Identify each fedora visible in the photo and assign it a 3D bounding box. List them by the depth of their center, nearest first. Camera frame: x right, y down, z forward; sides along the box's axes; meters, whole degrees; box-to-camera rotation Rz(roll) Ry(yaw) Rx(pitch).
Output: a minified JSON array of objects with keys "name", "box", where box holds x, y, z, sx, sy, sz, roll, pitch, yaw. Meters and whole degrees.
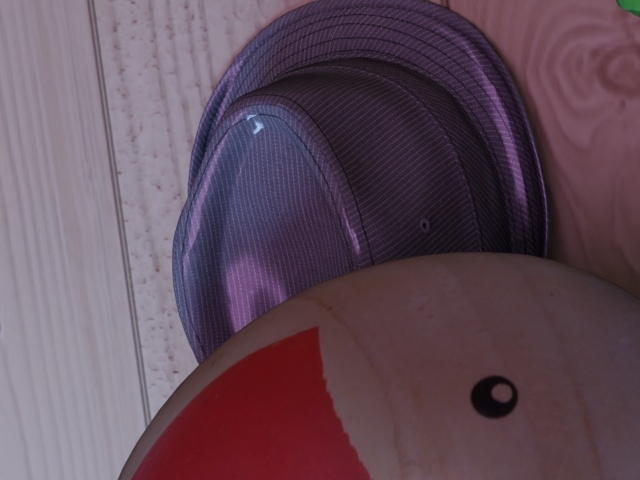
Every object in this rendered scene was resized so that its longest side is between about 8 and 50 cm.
[{"name":"fedora","box":[0.000,0.000,1.087,0.244,0.124,0.275,5,101,29]}]

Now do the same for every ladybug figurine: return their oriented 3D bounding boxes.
[{"name":"ladybug figurine","box":[0.028,0.198,1.003,0.305,0.162,0.449,33,127,-4]}]

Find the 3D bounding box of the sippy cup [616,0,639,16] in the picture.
[{"name":"sippy cup","box":[0.296,-0.153,0.827,0.305,0.224,0.240,30,111,23]}]
